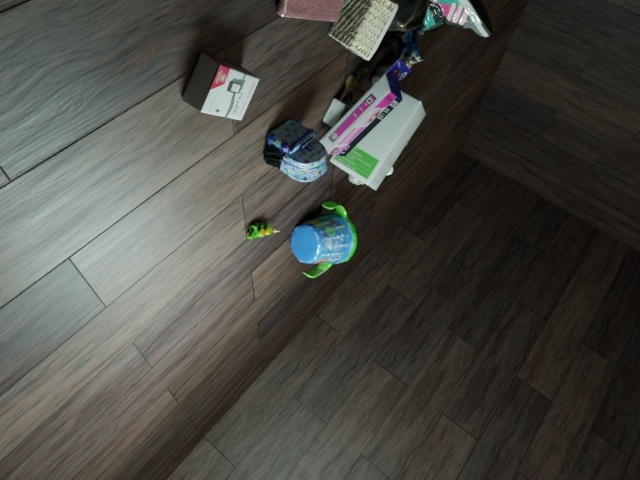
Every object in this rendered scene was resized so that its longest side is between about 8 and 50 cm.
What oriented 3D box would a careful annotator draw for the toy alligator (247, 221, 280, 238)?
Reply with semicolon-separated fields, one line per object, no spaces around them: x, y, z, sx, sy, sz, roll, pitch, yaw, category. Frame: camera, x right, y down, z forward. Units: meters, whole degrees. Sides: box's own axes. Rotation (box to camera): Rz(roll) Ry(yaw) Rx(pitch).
-0.202;-0.042;1.639;0.190;0.056;0.051;-19;100;-62;toy alligator

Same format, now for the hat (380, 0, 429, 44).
0.256;-0.719;1.435;0.331;0.134;0.331;-48;163;-21;hat

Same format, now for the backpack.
-0.061;-0.260;1.390;0.158;0.173;0.117;-40;157;-37;backpack

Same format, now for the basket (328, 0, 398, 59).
0.114;-0.607;1.289;0.103;0.113;0.167;-1;129;-52;basket

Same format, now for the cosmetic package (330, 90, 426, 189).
0.227;-0.406;1.834;0.365;0.197;0.155;-59;161;8;cosmetic package

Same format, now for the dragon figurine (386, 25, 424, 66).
0.282;-0.667;1.591;0.289;0.085;0.144;-37;111;-47;dragon figurine

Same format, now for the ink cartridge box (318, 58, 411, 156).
0.165;-0.434;1.579;0.371;0.069;0.176;-45;169;21;ink cartridge box

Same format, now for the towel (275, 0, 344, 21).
0.018;-0.675;1.064;0.237;0.037;0.329;-28;147;-51;towel

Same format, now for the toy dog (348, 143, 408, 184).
0.267;-0.366;2.021;0.220;0.161;0.333;-4;129;-31;toy dog

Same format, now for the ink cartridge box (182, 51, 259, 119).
-0.215;-0.335;1.032;0.109;0.063;0.150;-61;161;19;ink cartridge box

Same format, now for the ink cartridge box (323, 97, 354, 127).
0.072;-0.435;1.612;0.122;0.052;0.088;-19;142;-60;ink cartridge box

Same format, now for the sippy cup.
0.000;0.000;1.987;0.240;0.305;0.224;-13;179;39;sippy cup

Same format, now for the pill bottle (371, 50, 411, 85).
0.257;-0.615;1.706;0.152;0.086;0.086;-49;162;-19;pill bottle

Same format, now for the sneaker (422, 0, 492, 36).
0.433;-0.759;1.580;0.178;0.296;0.123;-22;-134;45;sneaker

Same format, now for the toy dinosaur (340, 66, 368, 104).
0.101;-0.510;1.581;0.183;0.053;0.092;-56;149;-22;toy dinosaur
